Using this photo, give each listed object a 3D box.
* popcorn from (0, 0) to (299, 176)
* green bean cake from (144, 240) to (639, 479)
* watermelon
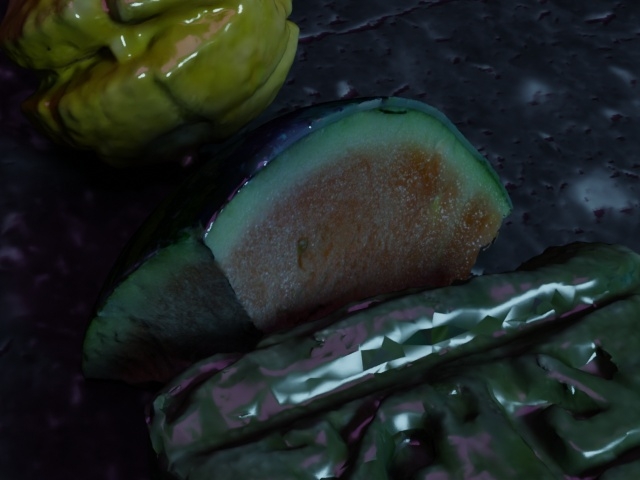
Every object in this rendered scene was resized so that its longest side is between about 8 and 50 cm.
[{"bbox_3d":[-0.095,-0.112,0.676,0.167,0.148,0.152,-15,74,-36],"label":"popcorn"},{"bbox_3d":[0.074,0.128,0.484,0.241,0.132,0.255,-19,52,-17],"label":"green bean cake"},{"bbox_3d":[-0.012,-0.019,0.594,0.128,0.146,0.231,37,57,26],"label":"watermelon"}]
